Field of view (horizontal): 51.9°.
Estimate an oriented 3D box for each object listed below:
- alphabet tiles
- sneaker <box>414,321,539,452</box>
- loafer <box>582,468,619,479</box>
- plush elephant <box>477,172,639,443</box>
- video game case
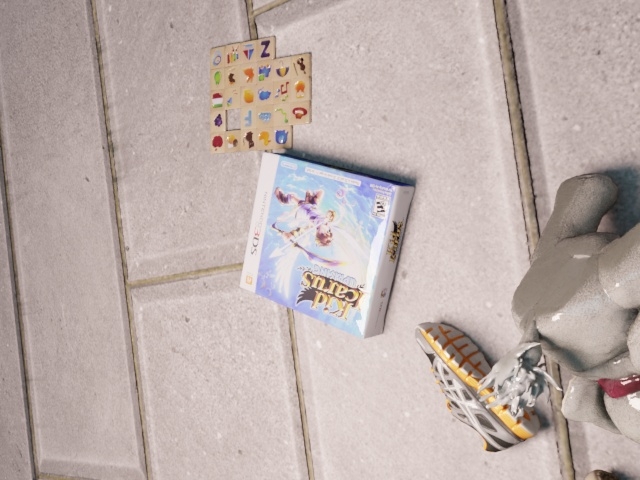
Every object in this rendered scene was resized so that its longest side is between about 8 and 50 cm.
[{"bbox_3d":[-0.112,-0.260,1.178,0.237,0.009,0.198,2,93,36],"label":"alphabet tiles"},{"bbox_3d":[0.202,0.205,0.924,0.215,0.084,0.083,50,123,23],"label":"sneaker"},{"bbox_3d":[0.385,0.416,0.792,0.092,0.102,0.268,-44,58,31],"label":"loafer"},{"bbox_3d":[0.357,0.109,0.721,0.330,0.255,0.272,-54,13,-10],"label":"plush elephant"},{"bbox_3d":[0.000,0.000,1.075,0.270,0.061,0.244,18,104,34],"label":"video game case"}]
